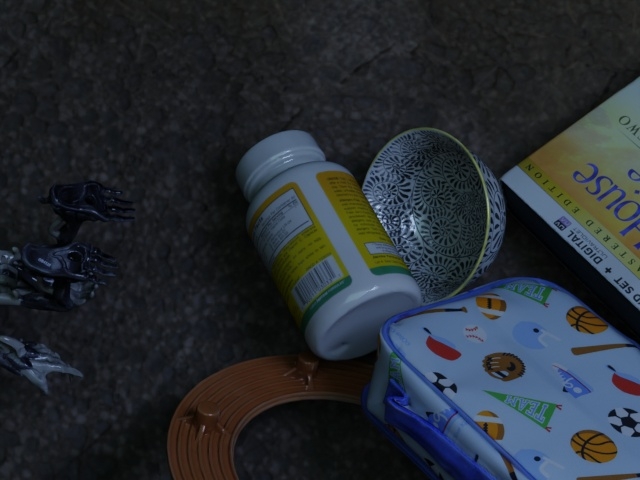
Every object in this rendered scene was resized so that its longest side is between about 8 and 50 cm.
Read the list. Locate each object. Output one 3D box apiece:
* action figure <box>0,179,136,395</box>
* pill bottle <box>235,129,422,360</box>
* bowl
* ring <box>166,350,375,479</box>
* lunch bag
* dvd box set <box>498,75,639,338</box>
[{"bbox_3d":[-0.276,0.064,1.555,0.141,0.276,0.164,26,46,-27],"label":"action figure"},{"bbox_3d":[0.000,0.000,1.568,0.118,0.117,0.208,-28,61,-4],"label":"pill bottle"},{"bbox_3d":[0.121,-0.021,1.583,0.170,0.080,0.170,-2,88,46],"label":"bowl"},{"bbox_3d":[0.032,0.199,1.452,0.337,0.336,0.032,21,122,8],"label":"ring"},{"bbox_3d":[0.186,0.160,1.453,0.243,0.115,0.303,-18,45,-37],"label":"lunch bag"},{"bbox_3d":[0.422,-0.074,1.542,0.420,0.062,0.307,-35,55,-9],"label":"dvd box set"}]
